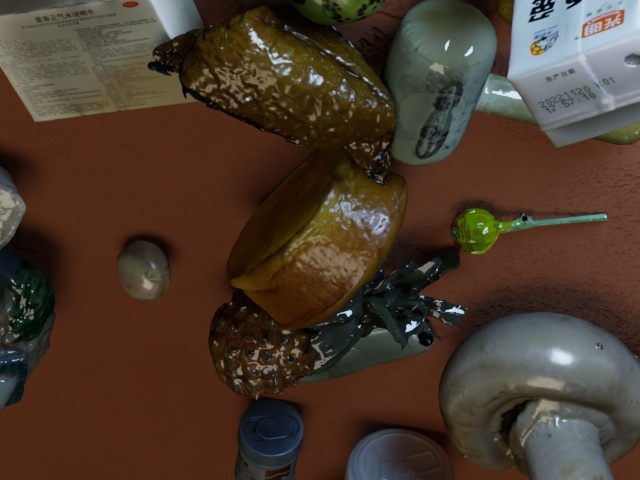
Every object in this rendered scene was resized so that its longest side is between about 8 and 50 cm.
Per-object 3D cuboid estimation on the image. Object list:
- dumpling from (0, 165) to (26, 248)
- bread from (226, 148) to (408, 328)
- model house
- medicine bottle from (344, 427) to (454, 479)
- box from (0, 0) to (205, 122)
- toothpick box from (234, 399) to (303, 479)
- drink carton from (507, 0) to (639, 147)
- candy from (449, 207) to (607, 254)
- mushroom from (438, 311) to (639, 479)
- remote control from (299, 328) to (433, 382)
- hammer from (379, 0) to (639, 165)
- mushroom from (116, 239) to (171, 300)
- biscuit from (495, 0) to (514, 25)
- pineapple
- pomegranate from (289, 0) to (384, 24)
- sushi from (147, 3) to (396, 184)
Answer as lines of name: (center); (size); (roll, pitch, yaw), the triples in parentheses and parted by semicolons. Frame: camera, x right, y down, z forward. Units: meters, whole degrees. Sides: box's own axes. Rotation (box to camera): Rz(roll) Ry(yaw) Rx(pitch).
dumpling: (-0.460, -0.041, 1.869); (0.176, 0.092, 0.150); (6, 111, -2)
bread: (0.000, 0.000, 1.755); (0.143, 0.195, 0.270); (34, 141, -18)
model house: (-0.547, 0.144, 1.946); (0.298, 0.284, 0.243); (26, 143, 2)
medicine bottle: (0.111, 0.486, 2.318); (0.242, 0.242, 0.395); (10, 137, 0)
box: (-0.247, -0.228, 1.594); (0.212, 0.095, 0.168); (-5, 142, 17)
toothpick box: (-0.081, 0.329, 2.268); (0.101, 0.101, 0.153); (9, 143, 1)
drink carton: (0.250, -0.239, 1.288); (0.130, 0.315, 0.106); (-18, 133, 32)
candy: (0.257, -0.018, 1.797); (0.194, 0.062, 0.058); (-6, 96, 6)
mushroom: (0.297, 0.255, 1.933); (0.293, 0.290, 0.292); (3, 140, 2)
remote control: (0.040, 0.158, 2.068); (0.256, 0.045, 0.097); (-17, 135, 27)
hammer: (0.215, -0.154, 1.585); (0.305, 0.113, 0.202); (9, 146, -8)
mushroom: (-0.237, 0.039, 1.962); (0.083, 0.067, 0.083); (17, 121, 31)
biscuit: (0.298, -0.228, 1.526); (0.247, 0.029, 0.118); (24, 147, -18)
pineapple: (0.020, 0.101, 1.908); (0.364, 0.165, 0.165); (-20, 134, 33)
pomegranate: (0.024, -0.276, 1.474); (0.122, 0.122, 0.161); (-10, 176, 24)
sushi: (-0.034, -0.171, 1.554); (0.287, 0.149, 0.140); (22, 132, -29)
